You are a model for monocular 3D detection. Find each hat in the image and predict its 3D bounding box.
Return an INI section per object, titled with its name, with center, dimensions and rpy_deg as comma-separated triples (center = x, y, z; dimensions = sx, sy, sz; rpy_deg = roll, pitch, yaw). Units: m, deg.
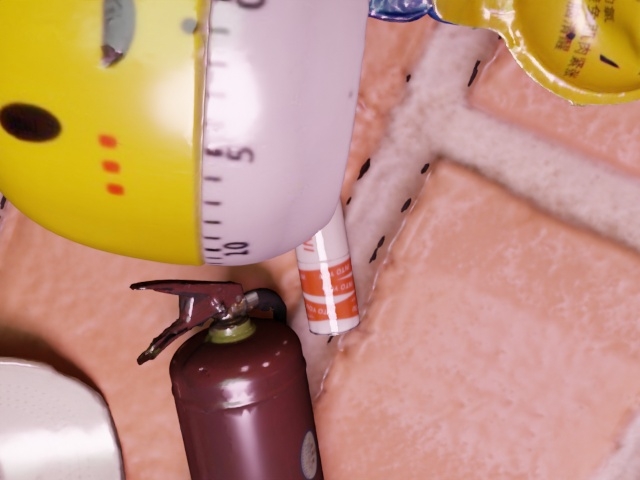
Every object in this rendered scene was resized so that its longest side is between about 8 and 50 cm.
[hat]
center = -0.304, 0.192, 0.633
dimensions = 0.302, 0.168, 0.257
rpy_deg = -7, 85, -16

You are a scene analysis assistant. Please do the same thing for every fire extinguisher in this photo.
[fire extinguisher]
center = -0.057, 0.173, 0.594
dimensions = 0.105, 0.141, 0.341
rpy_deg = 9, 115, 44

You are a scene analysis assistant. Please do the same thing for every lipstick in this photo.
[lipstick]
center = 0.000, 0.000, 0.585
dimensions = 0.038, 0.038, 0.130
rpy_deg = -8, 105, 8

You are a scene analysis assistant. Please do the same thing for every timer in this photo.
[timer]
center = -0.118, -0.120, 0.439
dimensions = 0.285, 0.285, 0.285
rpy_deg = 1, 106, 5

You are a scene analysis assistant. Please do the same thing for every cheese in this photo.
[cheese]
center = 0.142, -0.162, 0.501
dimensions = 0.250, 0.064, 0.156
rpy_deg = 6, 106, -7
